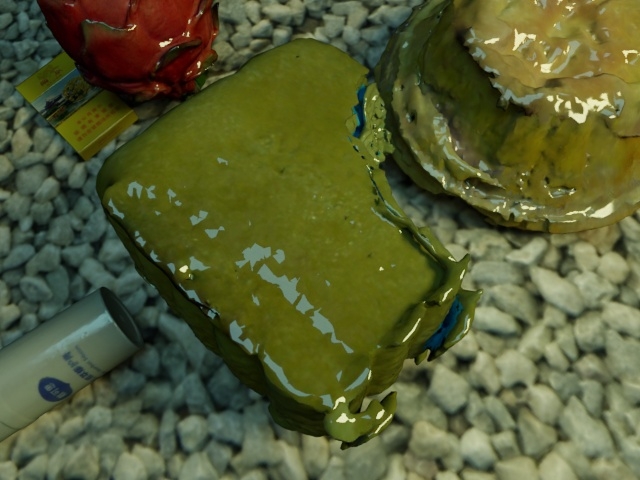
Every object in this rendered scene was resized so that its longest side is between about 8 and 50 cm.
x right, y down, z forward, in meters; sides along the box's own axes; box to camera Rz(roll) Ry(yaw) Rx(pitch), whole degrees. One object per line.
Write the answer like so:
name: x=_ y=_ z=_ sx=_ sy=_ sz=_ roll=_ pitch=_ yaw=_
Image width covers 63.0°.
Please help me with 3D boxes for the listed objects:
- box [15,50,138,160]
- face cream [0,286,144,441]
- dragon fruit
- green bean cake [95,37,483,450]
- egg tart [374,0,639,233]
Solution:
box: x=-0.313 y=-0.177 z=0.669 sx=0.155 sy=0.023 sz=0.087 roll=41 pitch=80 yaw=20
face cream: x=-0.298 y=0.144 z=0.499 sx=0.250 sy=0.077 sz=0.077 roll=-33 pitch=68 yaw=-8
dragon fruit: x=-0.214 y=-0.275 z=0.581 sx=0.192 sy=0.274 sz=0.192 roll=-26 pitch=34 yaw=-8
green bean cake: x=0.000 y=0.000 z=0.478 sx=0.285 sy=0.202 sz=0.310 roll=-37 pitch=69 yaw=-23
egg tart: x=0.229 y=-0.178 z=0.546 sx=0.351 sy=0.150 sz=0.353 roll=-1 pitch=70 yaw=4
